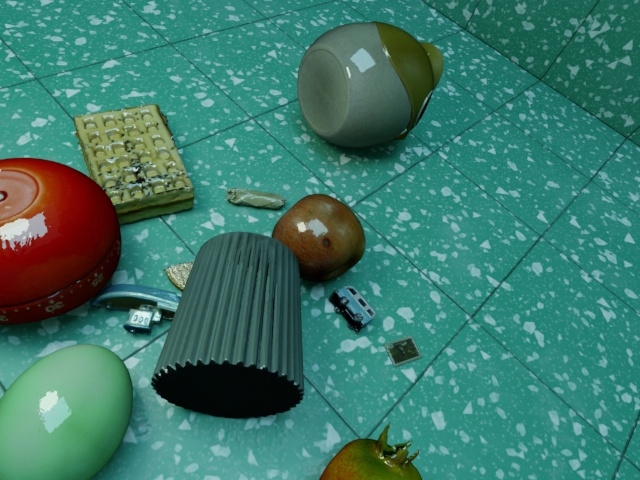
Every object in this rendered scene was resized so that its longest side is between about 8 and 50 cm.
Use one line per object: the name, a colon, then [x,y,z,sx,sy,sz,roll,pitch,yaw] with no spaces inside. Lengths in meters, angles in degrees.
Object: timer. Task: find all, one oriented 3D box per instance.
timer: [-0.644,-0.007,0.935,0.379,0.279,0.377,6,50,-7]

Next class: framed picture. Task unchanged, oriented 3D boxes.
framed picture: [0.220,0.294,1.143,0.089,0.006,0.066,-11,59,-22]

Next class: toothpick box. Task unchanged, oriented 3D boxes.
toothpick box: [0.174,-0.522,1.471,0.426,0.408,0.408,-20,63,-33]

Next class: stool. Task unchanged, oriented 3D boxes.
stool: [-0.176,0.179,0.948,0.298,0.297,0.329,10,49,-9]

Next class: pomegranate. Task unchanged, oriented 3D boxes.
pomegranate: [0.104,0.485,0.825,0.221,0.221,0.256,23,97,-3]

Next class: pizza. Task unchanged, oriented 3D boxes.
pizza: [-0.343,0.103,1.113,0.100,0.029,0.099,-18,70,-24]

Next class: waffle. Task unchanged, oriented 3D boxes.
waffle: [-0.540,-0.229,1.236,0.261,0.114,0.376,-15,61,-25]

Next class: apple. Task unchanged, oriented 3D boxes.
apple: [0.000,0.000,1.146,0.254,0.253,0.253,8,54,-11]

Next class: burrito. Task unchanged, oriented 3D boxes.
burrito: [-0.194,-0.127,1.305,0.189,0.045,0.058,6,61,-14]

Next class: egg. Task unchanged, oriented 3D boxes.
egg: [-0.470,0.323,0.792,0.221,0.220,0.269,12,51,-7]

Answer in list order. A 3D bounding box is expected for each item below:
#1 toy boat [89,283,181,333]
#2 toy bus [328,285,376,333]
toy boat: [-0.426,0.163,1.004,0.215,0.088,0.102,13,57,-8]
toy bus: [0.088,0.179,1.156,0.075,0.060,0.123,-28,68,-35]
